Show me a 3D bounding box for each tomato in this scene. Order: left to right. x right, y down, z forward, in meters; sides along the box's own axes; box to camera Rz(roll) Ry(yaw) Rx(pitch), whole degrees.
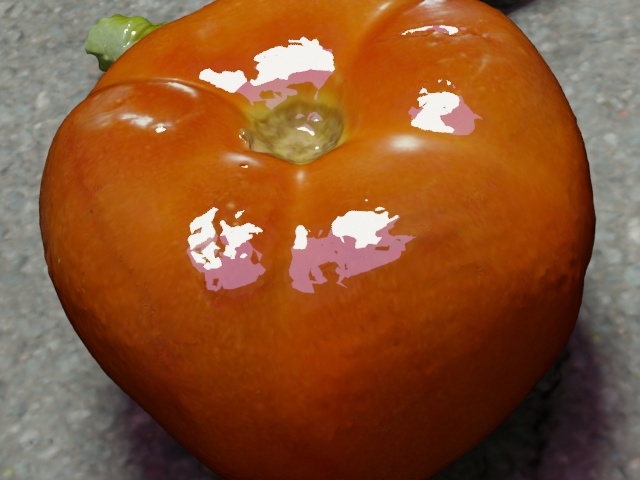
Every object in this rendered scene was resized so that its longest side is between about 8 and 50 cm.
[{"bbox_3d":[0.004,-0.002,0.666,0.260,0.180,0.260,-6,48,7],"label":"tomato"}]

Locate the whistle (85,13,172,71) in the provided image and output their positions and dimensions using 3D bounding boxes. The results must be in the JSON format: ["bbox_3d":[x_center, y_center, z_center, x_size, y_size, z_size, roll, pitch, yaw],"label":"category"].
[{"bbox_3d":[-0.051,-0.096,0.862,0.198,0.057,0.104,11,41,33],"label":"whistle"}]
